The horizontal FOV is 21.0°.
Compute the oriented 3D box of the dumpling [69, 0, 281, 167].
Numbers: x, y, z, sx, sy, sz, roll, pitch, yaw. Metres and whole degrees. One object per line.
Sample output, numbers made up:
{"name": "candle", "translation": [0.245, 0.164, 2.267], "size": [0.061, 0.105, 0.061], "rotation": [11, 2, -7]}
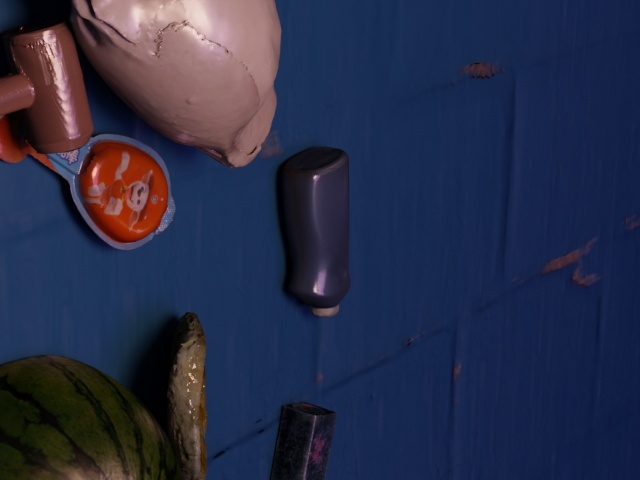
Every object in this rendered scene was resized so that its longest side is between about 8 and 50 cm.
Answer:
{"name": "dumpling", "translation": [-0.118, -0.234, 1.635], "size": [0.341, 0.181, 0.260], "rotation": [30, 61, -36]}

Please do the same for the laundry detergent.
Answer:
{"name": "laundry detergent", "translation": [-0.001, 0.000, 1.990], "size": [0.096, 0.061, 0.206], "rotation": [-41, 134, -53]}

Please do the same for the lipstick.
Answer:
{"name": "lipstick", "translation": [-0.038, 0.351, 2.068], "size": [0.051, 0.051, 0.312], "rotation": [-1, 103, -58]}

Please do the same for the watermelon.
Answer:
{"name": "watermelon", "translation": [-0.231, 0.289, 1.645], "size": [0.330, 0.189, 0.331], "rotation": [-26, 125, -44]}

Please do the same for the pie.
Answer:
{"name": "pie", "translation": [-0.138, 0.166, 1.794], "size": [0.187, 0.041, 0.187], "rotation": [180, -90, -88]}

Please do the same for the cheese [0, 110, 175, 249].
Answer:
{"name": "cheese", "translation": [-0.220, -0.069, 1.655], "size": [0.256, 0.037, 0.106], "rotation": [38, 68, -48]}

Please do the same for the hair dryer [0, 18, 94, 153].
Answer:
{"name": "hair dryer", "translation": [-0.287, -0.120, 1.518], "size": [0.181, 0.064, 0.117], "rotation": [-23, 110, -38]}
